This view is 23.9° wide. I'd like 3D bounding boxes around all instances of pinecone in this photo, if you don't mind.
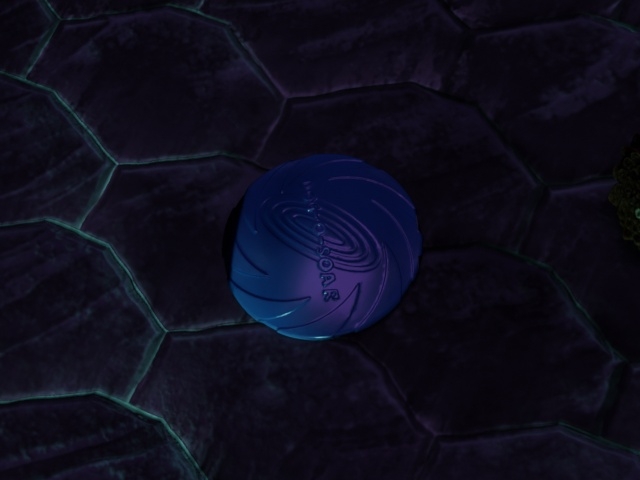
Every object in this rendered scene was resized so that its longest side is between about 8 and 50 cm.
[{"bbox_3d":[0.421,-0.065,1.696,0.165,0.163,0.163,-20,64,-21],"label":"pinecone"}]

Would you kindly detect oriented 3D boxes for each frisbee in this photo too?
[{"bbox_3d":[0.000,0.000,1.783,0.242,0.045,0.242,-3,64,6],"label":"frisbee"}]
